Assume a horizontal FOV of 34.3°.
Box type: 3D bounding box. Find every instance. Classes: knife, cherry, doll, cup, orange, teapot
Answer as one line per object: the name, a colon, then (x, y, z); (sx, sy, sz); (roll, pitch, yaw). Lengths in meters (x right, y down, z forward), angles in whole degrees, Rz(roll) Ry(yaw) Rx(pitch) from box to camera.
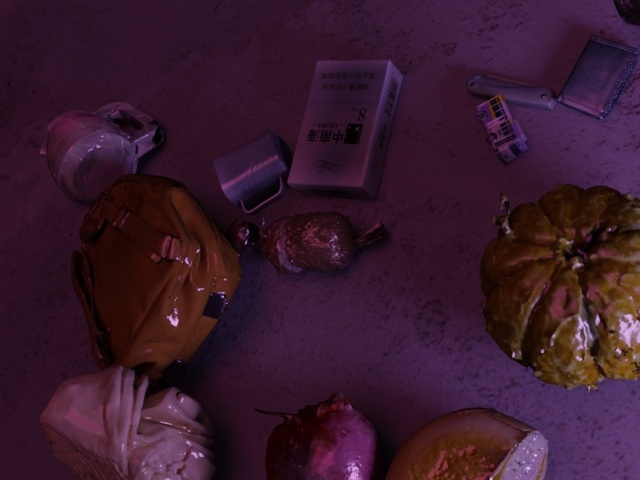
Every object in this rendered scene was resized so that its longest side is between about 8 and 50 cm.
knife: (0.317, -0.250, 1.724); (0.162, 0.023, 0.044); (17, 76, 33)
cherry: (0.008, 0.361, 1.572); (0.192, 0.175, 0.250); (-15, 61, 17)
doll: (0.001, 0.005, 1.759); (0.221, 0.115, 0.105); (1, 62, 22)
cup: (-0.114, -0.115, 1.868); (0.129, 0.095, 0.128); (-28, 61, 16)
orange: (0.380, 0.061, 1.460); (0.301, 0.223, 0.300); (-11, 62, 19)
teapot: (-0.448, -0.198, 2.044); (0.221, 0.163, 0.178); (-49, 50, 5)

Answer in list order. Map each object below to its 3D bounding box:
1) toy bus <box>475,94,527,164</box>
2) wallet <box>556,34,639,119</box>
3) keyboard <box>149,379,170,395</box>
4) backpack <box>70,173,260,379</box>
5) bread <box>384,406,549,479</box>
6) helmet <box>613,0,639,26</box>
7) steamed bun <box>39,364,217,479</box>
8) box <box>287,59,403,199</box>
toy bus: (0.297, -0.181, 1.693); (0.058, 0.052, 0.102); (-28, 59, 18)
wallet: (0.445, -0.260, 1.654); (0.088, 0.026, 0.129); (26, 85, 29)
keyboard: (-0.346, 0.331, 1.877); (0.074, 0.015, 0.196); (33, 89, 34)
backpack: (-0.295, 0.048, 1.838); (0.353, 0.201, 0.378); (-50, 47, 22)
bread: (0.211, 0.331, 1.499); (0.260, 0.158, 0.156); (-18, 54, 23)
helmet: (0.583, -0.421, 1.569); (0.253, 0.154, 0.198); (-16, 84, 43)
steamed bun: (-0.302, 0.329, 1.711); (0.289, 0.276, 0.203); (38, 55, 3)
box: (0.044, -0.197, 1.829); (0.155, 0.067, 0.243); (6, 75, 32)
